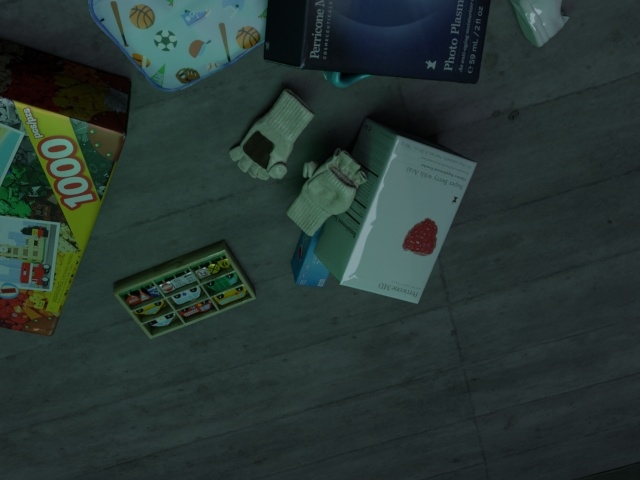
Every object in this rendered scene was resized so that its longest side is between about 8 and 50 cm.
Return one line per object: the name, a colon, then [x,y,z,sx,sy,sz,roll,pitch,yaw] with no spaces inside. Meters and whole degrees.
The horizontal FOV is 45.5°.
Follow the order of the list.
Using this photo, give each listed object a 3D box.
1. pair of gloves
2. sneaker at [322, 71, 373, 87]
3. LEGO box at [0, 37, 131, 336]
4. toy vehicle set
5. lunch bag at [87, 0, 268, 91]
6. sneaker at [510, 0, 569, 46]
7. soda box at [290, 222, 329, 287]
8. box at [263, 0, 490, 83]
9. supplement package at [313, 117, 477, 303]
pair of gloves: [-0.042,-0.135,1.420,0.240,0.042,0.204,48,130,-3]
sneaker: [0.133,-0.335,1.320,0.275,0.110,0.107,-22,131,8]
LEGO box: [-0.587,-0.095,1.338,0.373,0.193,0.500,15,126,-22]
toy vehicle set: [-0.295,0.110,1.675,0.267,0.035,0.166,-21,131,8]
lunch bag: [-0.199,-0.395,1.207,0.304,0.115,0.243,-28,127,15]
sneaker: [0.372,-0.439,1.309,0.094,0.080,0.212,-35,135,5]
soda box: [0.000,0.000,1.610,0.067,0.071,0.210,7,129,-19]
box: [0.089,-0.393,1.123,0.294,0.183,0.296,-1,106,-21]
supplement package: [0.136,-0.057,1.456,0.178,0.175,0.292,15,104,-23]
